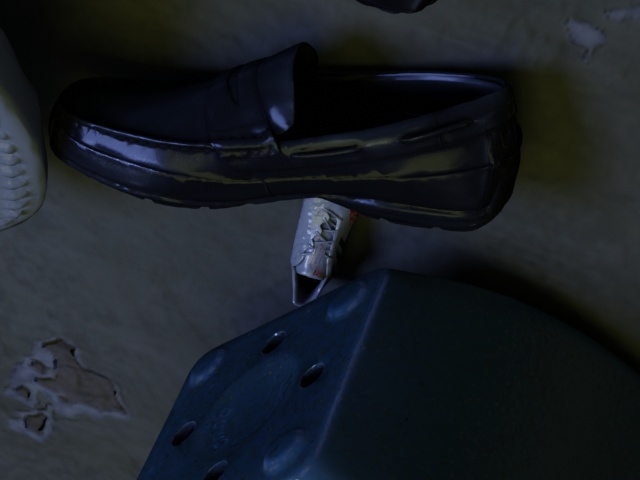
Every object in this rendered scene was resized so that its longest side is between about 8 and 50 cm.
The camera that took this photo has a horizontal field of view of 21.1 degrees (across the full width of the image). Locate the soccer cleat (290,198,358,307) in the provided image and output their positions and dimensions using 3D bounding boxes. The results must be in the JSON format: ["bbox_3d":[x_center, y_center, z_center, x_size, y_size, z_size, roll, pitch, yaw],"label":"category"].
[{"bbox_3d":[0.000,0.000,0.869,0.029,0.036,0.083,17,136,1],"label":"soccer cleat"}]

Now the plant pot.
[{"bbox_3d":[0.042,0.163,0.867,0.247,0.248,0.252,-26,116,37],"label":"plant pot"}]

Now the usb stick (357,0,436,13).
[{"bbox_3d":[0.070,-0.195,0.654,0.077,0.045,0.278,34,135,-2],"label":"usb stick"}]

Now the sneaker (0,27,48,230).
[{"bbox_3d":[-0.219,-0.146,0.746,0.135,0.150,0.366,-9,142,16],"label":"sneaker"}]

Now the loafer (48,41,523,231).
[{"bbox_3d":[-0.018,-0.058,0.798,0.223,0.076,0.078,6,129,8],"label":"loafer"}]
